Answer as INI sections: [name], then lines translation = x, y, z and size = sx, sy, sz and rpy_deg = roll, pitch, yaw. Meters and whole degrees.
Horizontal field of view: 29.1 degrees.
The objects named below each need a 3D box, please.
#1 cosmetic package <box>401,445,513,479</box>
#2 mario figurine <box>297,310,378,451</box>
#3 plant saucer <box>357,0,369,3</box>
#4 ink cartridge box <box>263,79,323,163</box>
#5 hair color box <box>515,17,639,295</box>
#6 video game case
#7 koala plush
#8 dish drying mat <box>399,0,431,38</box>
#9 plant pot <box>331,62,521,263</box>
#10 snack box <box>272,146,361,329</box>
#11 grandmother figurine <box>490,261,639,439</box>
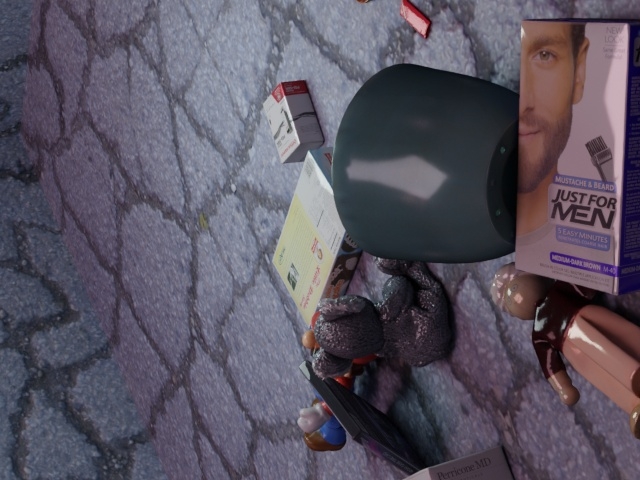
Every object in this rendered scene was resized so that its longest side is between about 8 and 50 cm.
[cosmetic package]
translation = 0.230, 0.452, 2.003
size = 0.151, 0.151, 0.184
rpy_deg = -43, 62, 58
[mario figurine]
translation = 0.007, 0.243, 2.339
size = 0.198, 0.170, 0.321
rpy_deg = 54, 145, 43
[plant saucer]
translation = 0.075, -0.453, 2.132
size = 0.083, 0.013, 0.084
rpy_deg = 29, 123, 57
[ink cartridge box]
translation = -0.054, -0.231, 2.406
size = 0.099, 0.056, 0.135
rpy_deg = -43, 61, 57
[hair color box]
translation = 0.352, -0.115, 1.589
size = 0.185, 0.110, 0.339
rpy_deg = 15, 108, 52
[video game case]
translation = 0.087, 0.326, 2.162
size = 0.026, 0.274, 0.196
rpy_deg = -45, 45, 4
[koala plush]
translation = 0.087, 0.139, 2.090
size = 0.203, 0.221, 0.196
rpy_deg = 51, 141, 42
[dish drying mat]
translation = 0.154, -0.364, 2.018
size = 0.083, 0.008, 0.032
rpy_deg = 53, 142, 41
[plant pot]
translation = 0.199, -0.098, 1.745
size = 0.235, 0.293, 0.293
rpy_deg = 13, 111, 45
[snack box]
translation = 0.000, 0.000, 2.380
size = 0.187, 0.060, 0.322
rpy_deg = 60, 147, 33
[grandmother figurine]
translation = 0.359, 0.121, 1.699
size = 0.342, 0.104, 0.208
rpy_deg = 38, 102, 50
